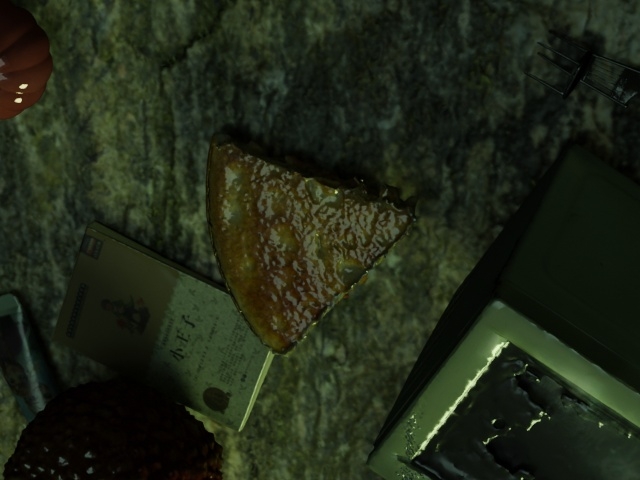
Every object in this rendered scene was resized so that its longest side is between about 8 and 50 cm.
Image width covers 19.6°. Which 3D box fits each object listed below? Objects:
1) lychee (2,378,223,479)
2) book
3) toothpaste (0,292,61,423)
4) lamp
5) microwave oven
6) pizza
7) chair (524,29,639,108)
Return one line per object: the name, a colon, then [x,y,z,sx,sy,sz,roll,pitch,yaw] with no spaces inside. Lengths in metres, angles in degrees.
lychee: [-0.180,0.217,1.665,0.188,0.188,0.188,9,119,16]
book: [-0.139,0.080,1.677,0.199,0.016,0.138,26,123,6]
toothpaste: [-0.265,0.149,1.752,0.062,0.037,0.216,-16,105,28]
lamp: [-0.278,-0.153,1.558,0.107,0.092,0.107,9,120,15]
microwave oven: [0.253,0.147,1.406,0.355,0.286,0.218,33,124,0]
pizza: [0.000,0.000,1.558,0.193,0.053,0.201,-2,105,23]
chair: [0.202,-0.127,1.423,0.086,0.042,0.037,27,127,6]
